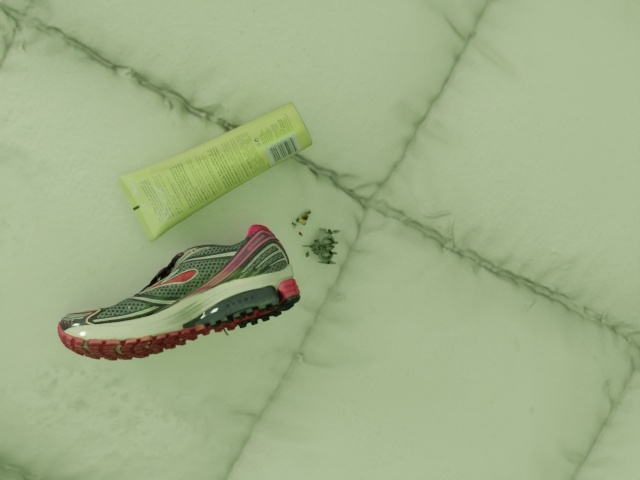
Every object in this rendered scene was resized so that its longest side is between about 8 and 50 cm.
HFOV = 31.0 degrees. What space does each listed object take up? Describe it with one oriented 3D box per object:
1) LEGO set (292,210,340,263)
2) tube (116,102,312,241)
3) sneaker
[{"bbox_3d":[-0.003,0.001,1.511,0.083,0.023,0.054,34,91,-20],"label":"LEGO set"},{"bbox_3d":[-0.129,-0.094,1.442,0.240,0.062,0.070,-29,66,-4],"label":"tube"},{"bbox_3d":[-0.181,0.072,1.440,0.299,0.121,0.112,-16,76,-11],"label":"sneaker"}]
